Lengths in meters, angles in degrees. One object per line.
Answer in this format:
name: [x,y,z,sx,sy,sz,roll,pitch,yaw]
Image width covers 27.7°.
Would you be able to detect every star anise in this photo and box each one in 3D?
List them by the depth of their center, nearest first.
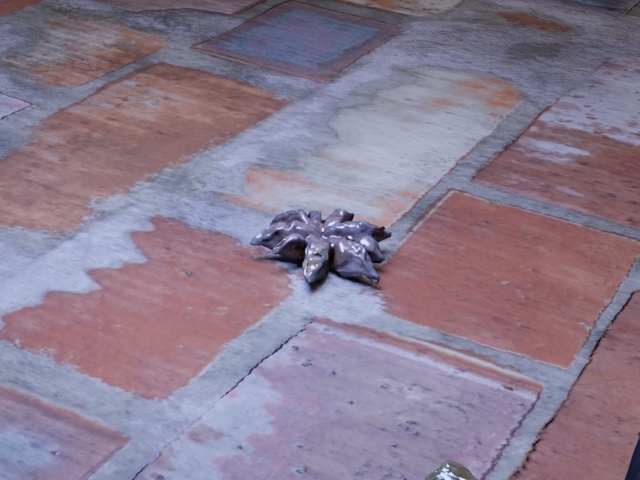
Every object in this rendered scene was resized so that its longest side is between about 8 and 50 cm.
star anise: [0.000,0.000,1.731,0.182,0.065,0.195,7,31,6]

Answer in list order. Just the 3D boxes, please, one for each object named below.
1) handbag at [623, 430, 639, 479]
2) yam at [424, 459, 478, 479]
handbag: [0.390,0.257,1.210,0.215,0.155,0.169,11,14,14]
yam: [0.181,0.310,1.160,0.071,0.067,0.317,13,22,-32]
